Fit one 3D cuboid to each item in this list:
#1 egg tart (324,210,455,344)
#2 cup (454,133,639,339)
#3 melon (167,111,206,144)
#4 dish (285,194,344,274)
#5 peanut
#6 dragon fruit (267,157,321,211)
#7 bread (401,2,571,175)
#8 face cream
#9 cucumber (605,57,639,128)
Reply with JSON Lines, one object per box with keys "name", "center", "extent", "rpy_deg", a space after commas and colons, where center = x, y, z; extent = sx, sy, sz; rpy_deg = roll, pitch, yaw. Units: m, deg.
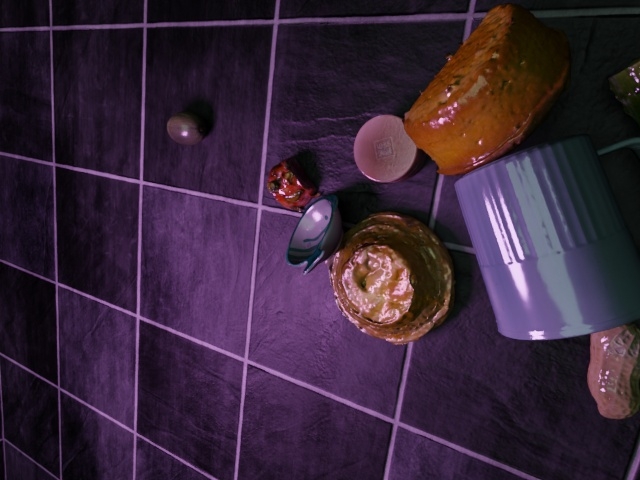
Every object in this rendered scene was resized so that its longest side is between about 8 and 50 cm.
{"name": "egg tart", "center": [0.155, 0.100, 0.979], "extent": [0.340, 0.129, 0.342], "rpy_deg": [6, 102, 27]}
{"name": "cup", "center": [0.438, -0.018, 0.730], "extent": [0.331, 0.256, 0.312], "rpy_deg": [-21, 86, 43]}
{"name": "melon", "center": [-0.402, -0.336, 1.211], "extent": [0.130, 0.098, 0.098], "rpy_deg": [13, 104, 25]}
{"name": "dish", "center": [0.000, 0.000, 1.023], "extent": [0.078, 0.246, 0.224], "rpy_deg": [30, 117, -24]}
{"name": "peanut", "center": [0.586, 0.252, 0.801], "extent": [0.098, 0.090, 0.215], "rpy_deg": [-1, 100, -2]}
{"name": "dragon fruit", "center": [-0.085, -0.152, 1.078], "extent": [0.102, 0.096, 0.147], "rpy_deg": [-35, 84, 24]}
{"name": "bread", "center": [0.324, -0.279, 0.754], "extent": [0.194, 0.179, 0.340], "rpy_deg": [36, 103, -15]}
{"name": "face cream", "center": [0.163, -0.209, 0.935], "extent": [0.149, 0.104, 0.149], "rpy_deg": [5, 100, 26]}
{"name": "cucumber", "center": [0.616, -0.220, 0.694], "extent": [0.134, 0.134, 0.245], "rpy_deg": [-26, 89, 28]}
